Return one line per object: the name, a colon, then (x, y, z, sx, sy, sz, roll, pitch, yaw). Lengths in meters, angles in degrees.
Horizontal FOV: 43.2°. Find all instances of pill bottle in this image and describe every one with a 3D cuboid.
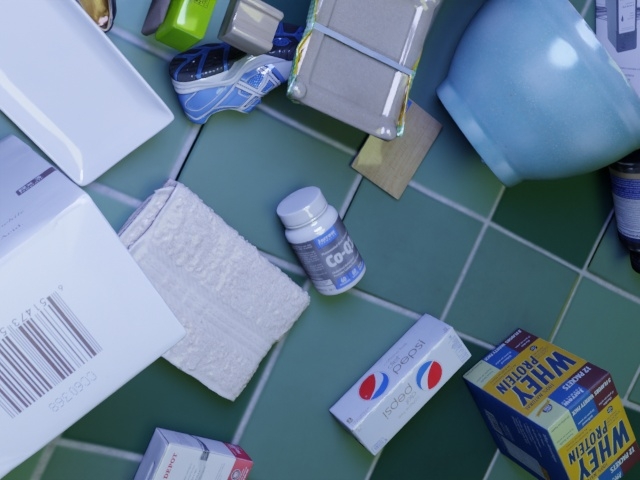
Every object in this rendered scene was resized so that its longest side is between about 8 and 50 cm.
pill bottle: (0.000, 0.000, 1.091, 0.078, 0.078, 0.137, -37, 119, -15)
pill bottle: (0.556, -0.055, 1.353, 0.123, 0.123, 0.219, -27, 115, -20)

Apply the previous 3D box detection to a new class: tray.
tray: (-0.300, -0.195, 0.881, 0.145, 0.030, 0.270, -35, 120, 8)

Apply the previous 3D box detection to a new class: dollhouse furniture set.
dollhouse furniture set: (-0.034, -0.256, 0.940, 0.302, 0.151, 0.197, 20, 86, -30)

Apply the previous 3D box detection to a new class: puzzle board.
puzzle board: (0.109, -0.136, 1.152, 0.096, 0.011, 0.128, 33, 87, -30)

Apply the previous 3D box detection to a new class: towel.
towel: (-0.153, 0.069, 1.046, 0.282, 0.049, 0.187, 42, 83, -31)

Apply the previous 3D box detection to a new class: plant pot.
plant pot: (0.282, -0.194, 1.096, 0.196, 0.293, 0.293, -37, 122, 15)

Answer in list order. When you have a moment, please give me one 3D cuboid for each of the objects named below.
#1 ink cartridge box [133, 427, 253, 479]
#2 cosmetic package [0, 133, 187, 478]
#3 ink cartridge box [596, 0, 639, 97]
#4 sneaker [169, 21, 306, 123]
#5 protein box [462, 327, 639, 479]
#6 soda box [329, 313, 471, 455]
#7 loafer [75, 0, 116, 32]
ink cartridge box: (-0.176, 0.320, 1.099, 0.135, 0.056, 0.099, 23, 92, -32)
cosmetic package: (-0.304, 0.038, 0.758, 0.217, 0.385, 0.156, -39, 120, -17)
ink cartridge box: (0.541, -0.351, 1.265, 0.199, 0.115, 0.272, -16, 112, -24)
sneaker: (-0.086, -0.209, 0.998, 0.211, 0.080, 0.081, -22, 136, -22)
protein box: (0.371, 0.283, 1.302, 0.136, 0.201, 0.199, -37, 118, -15)
soda box: (0.121, 0.214, 1.221, 0.216, 0.074, 0.069, -43, 120, -12)
loafer: (-0.253, -0.301, 0.853, 0.062, 0.061, 0.170, -27, 130, -10)
